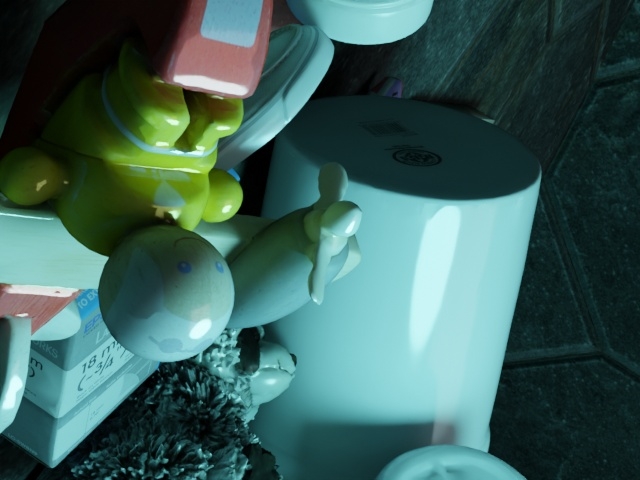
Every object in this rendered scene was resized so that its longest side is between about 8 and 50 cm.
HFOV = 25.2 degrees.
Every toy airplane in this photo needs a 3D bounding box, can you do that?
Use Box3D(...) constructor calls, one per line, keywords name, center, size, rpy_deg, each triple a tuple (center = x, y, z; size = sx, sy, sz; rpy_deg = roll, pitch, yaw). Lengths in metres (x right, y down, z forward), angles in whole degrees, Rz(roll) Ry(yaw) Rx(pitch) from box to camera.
Box3D(name="toy airplane", center=(-0.159, -0.004, 0.968), size=(0.386, 0.272, 0.384), rpy_deg=(-30, 141, -12))

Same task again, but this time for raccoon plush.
Box3D(name="raccoon plush", center=(-0.225, 0.174, 1.462), size=(0.447, 0.299, 0.216), rpy_deg=(3, 141, -31))

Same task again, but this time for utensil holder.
Box3D(name="utensil holder", center=(0.072, 0.063, 1.678), size=(0.327, 0.328, 0.385), rpy_deg=(-35, 141, -56))

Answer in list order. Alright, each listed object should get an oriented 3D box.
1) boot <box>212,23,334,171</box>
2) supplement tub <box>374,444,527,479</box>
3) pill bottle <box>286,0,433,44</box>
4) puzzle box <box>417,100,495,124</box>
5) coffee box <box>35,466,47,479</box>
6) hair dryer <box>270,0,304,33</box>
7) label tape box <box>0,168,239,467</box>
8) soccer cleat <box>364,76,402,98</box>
Box3D(name="boot", center=(-0.111, -0.116, 1.149), size=(0.258, 0.095, 0.123), rpy_deg=(-44, 119, -13))
Box3D(name="supplement tub", center=(0.113, 0.403, 1.581), size=(0.207, 0.207, 0.338), rpy_deg=(-42, 157, -46))
Box3D(name="pill bottle", center=(0.046, -0.317, 1.132), size=(0.176, 0.176, 0.318), rpy_deg=(-46, 157, -36))
Box3D(name="puzzle box", center=(0.148, -0.093, 2.276), size=(0.272, 0.052, 0.409), rpy_deg=(-59, 166, 12))
Box3D(name="coffee box", center=(-0.202, 0.436, 1.680), size=(0.338, 0.334, 0.337), rpy_deg=(-53, 166, -25))
Box3D(name="hair dryer", center=(-0.018, -0.280, 1.329), size=(0.293, 0.080, 0.223), rpy_deg=(-54, 151, -31))
Box3D(name="label tape box", center=(-0.188, 0.017, 1.287), size=(0.240, 0.106, 0.333), rpy_deg=(-45, 162, -41))
Box3D(name="soccer cleat", center=(0.085, -0.130, 1.938), size=(0.095, 0.083, 0.248), rpy_deg=(-58, 164, -15))
